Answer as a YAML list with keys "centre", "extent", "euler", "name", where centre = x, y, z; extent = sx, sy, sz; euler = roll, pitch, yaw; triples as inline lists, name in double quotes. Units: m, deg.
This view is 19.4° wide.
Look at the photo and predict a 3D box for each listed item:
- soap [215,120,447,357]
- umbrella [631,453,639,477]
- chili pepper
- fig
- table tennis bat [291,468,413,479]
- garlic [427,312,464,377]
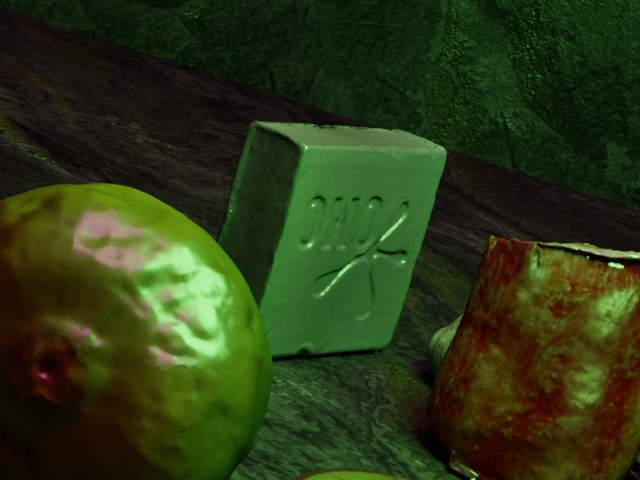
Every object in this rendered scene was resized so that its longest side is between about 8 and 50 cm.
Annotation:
- centre: [0.000, 0.000, 2.316]
  extent: [0.107, 0.285, 0.296]
  euler: [28, 19, 37]
  name: "soap"
- centre: [0.328, 0.229, 2.305]
  extent: [0.066, 0.059, 0.235]
  euler: [-17, 32, -25]
  name: "umbrella"
- centre: [0.273, 0.125, 2.140]
  extent: [0.251, 0.305, 0.229]
  euler: [18, 12, 12]
  name: "chili pepper"
- centre: [-0.198, 0.124, 1.601]
  extent: [0.343, 0.343, 0.343]
  euler: [16, 14, -4]
  name: "fig"
- centre: [0.057, 0.290, 1.784]
  extent: [0.414, 0.051, 0.268]
  euler: [6, 18, -45]
  name: "table tennis bat"
- centre: [0.208, 0.142, 2.372]
  extent: [0.147, 0.102, 0.159]
  euler: [-22, 5, -20]
  name: "garlic"
